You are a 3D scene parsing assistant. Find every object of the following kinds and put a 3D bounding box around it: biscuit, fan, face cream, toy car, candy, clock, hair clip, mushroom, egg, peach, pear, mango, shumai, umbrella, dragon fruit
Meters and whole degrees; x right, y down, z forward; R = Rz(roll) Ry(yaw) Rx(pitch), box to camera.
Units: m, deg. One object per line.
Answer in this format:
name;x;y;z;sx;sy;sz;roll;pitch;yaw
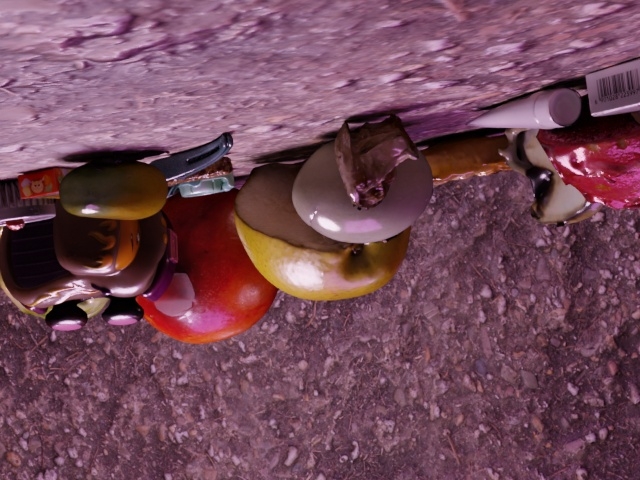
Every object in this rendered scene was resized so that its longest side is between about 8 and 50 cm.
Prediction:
biscuit;-0.247;-0.114;1.530;0.199;0.034;0.064;-8;-179;18
fan;-0.532;-0.045;1.379;0.244;0.074;0.130;-9;-179;-36
face cream;0.315;-0.198;1.386;0.092;0.058;0.244;-16;-172;-14
toy car;-0.443;0.012;1.639;0.341;0.271;0.240;-9;163;9
candy;-0.396;-0.085;1.352;0.062;0.038;0.122;-9;-179;13
biscuit;0.308;-0.178;1.974;0.297;0.101;0.296;-13;-179;0
clock;-0.248;-0.113;1.829;0.135;0.041;0.101;-10;-179;-20
hair clip;-0.178;-0.127;1.323;0.070;0.039;0.229;-11;177;-36
mushroom;0.508;-0.149;1.741;0.212;0.217;0.292;-14;-177;-38
egg;0.072;-0.089;1.513;0.253;0.186;0.186;-7;180;-20
peach;-0.282;0.060;2.109;0.388;0.388;0.388;-9;-179;0
pear;0.000;0.000;1.738;0.341;0.191;0.386;-6;-152;-17
mango;-0.296;-0.071;1.281;0.130;0.091;0.195;3;-172;13
shumai;0.086;-0.122;1.321;0.116;0.145;0.145;-16;179;12
umbrella;-0.265;-0.118;1.252;0.022;0.022;0.149;-53;165;31
dragon fruit;0.419;-0.136;1.356;0.189;0.162;0.261;6;-153;3

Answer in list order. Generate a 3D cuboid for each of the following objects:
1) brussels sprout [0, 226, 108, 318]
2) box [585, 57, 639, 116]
brussels sprout;-0.600;0.055;2.030;0.344;0.268;0.344;-6;174;-1
box;0.481;-0.214;1.157;0.150;0.067;0.233;-12;-178;-26
